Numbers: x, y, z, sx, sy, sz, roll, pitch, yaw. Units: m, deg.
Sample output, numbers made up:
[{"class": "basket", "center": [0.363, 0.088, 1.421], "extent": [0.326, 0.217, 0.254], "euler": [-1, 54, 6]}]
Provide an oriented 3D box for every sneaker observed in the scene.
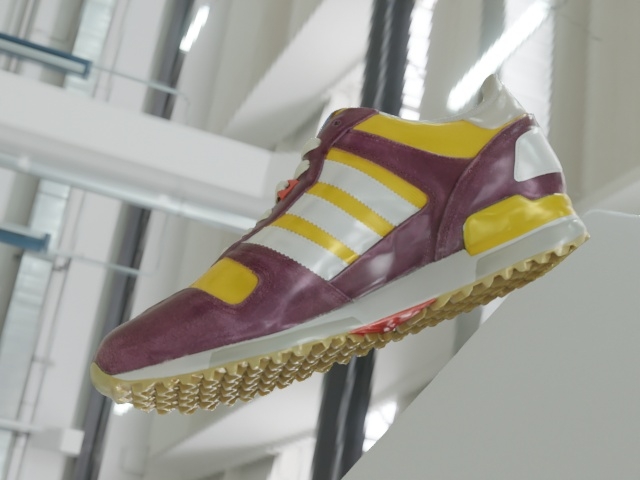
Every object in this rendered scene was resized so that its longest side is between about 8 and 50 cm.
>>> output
[{"class": "sneaker", "center": [0.000, 0.000, 0.410], "extent": [0.069, 0.185, 0.084], "euler": [115, -46, -70]}]

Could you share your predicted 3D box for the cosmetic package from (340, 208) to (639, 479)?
[{"class": "cosmetic package", "center": [0.262, 0.245, 0.685], "extent": [0.327, 0.393, 0.329], "euler": [-43, -148, -25]}]
